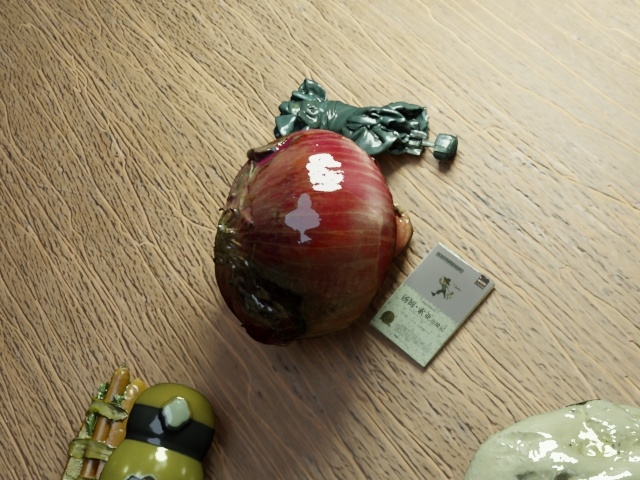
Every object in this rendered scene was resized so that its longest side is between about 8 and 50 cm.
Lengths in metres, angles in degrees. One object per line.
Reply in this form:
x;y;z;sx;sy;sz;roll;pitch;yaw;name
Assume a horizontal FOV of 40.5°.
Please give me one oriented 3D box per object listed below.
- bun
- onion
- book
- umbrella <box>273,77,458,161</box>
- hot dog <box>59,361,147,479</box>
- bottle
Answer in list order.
0.346;0.369;1.032;0.359;0.211;0.360;0;96;5;bun
-0.033;-0.007;1.390;0.353;0.353;0.353;-9;63;18;onion
0.181;0.103;1.416;0.182;0.014;0.127;-48;57;-4;book
0.079;-0.206;1.562;0.349;0.094;0.143;17;78;26;umbrella
-0.374;0.344;1.499;0.109;0.072;0.269;7;70;23;hot dog
-0.273;0.398;1.370;0.171;0.171;0.351;6;68;25;bottle
